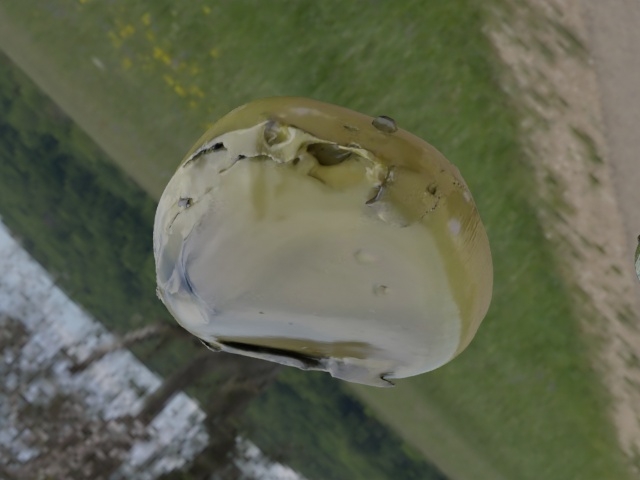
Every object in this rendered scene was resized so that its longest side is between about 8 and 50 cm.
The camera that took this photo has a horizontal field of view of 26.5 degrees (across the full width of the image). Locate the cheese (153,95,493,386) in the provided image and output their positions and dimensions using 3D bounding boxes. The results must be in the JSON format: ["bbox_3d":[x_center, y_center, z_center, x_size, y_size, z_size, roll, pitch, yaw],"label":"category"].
[{"bbox_3d":[0.000,0.000,0.985,0.259,0.128,0.316,3,156,1],"label":"cheese"}]

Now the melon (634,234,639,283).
[{"bbox_3d":[0.285,0.004,0.970,0.079,0.128,0.160,-1,-141,-25],"label":"melon"}]
